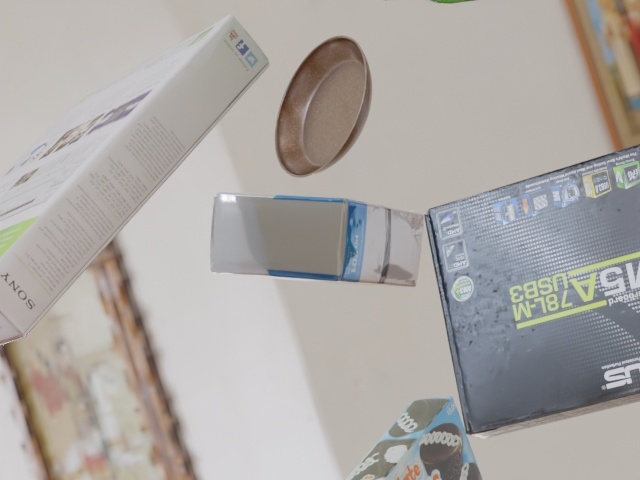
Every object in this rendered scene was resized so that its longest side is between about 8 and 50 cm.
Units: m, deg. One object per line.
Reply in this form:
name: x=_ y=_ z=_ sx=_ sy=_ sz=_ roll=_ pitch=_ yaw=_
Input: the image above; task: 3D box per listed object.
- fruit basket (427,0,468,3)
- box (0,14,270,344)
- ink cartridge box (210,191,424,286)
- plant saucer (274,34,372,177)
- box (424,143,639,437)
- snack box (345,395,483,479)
fruit basket: x=0.213 y=-0.323 z=1.148 sx=0.392 sy=0.283 sz=0.392 roll=-10 pitch=-3 yaw=-1
box: x=-0.202 y=-0.032 z=1.261 sx=0.232 sy=0.058 sz=0.322 roll=-18 pitch=26 yaw=50
ink cartridge box: x=0.000 y=0.000 z=1.578 sx=0.140 sy=0.082 sz=0.191 roll=4 pitch=-3 yaw=26
plant saucer: x=0.011 y=-0.172 z=2.158 sx=0.036 sy=0.198 sz=0.198 roll=19 pitch=-26 yaw=-33
box: x=0.185 y=0.041 z=1.240 sx=0.191 sy=0.184 sz=0.045 roll=-16 pitch=-20 yaw=24
snack box: x=0.087 y=0.332 z=1.808 sx=0.060 sy=0.187 sz=0.322 roll=-9 pitch=21 yaw=35
